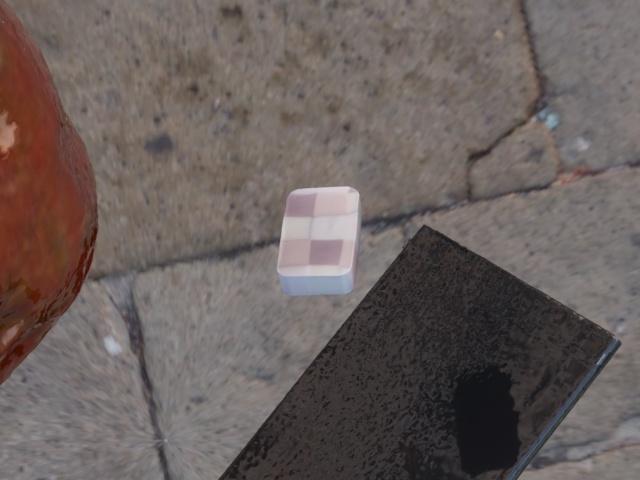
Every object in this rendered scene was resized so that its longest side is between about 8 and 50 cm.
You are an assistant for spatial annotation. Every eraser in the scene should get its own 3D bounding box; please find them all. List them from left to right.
[{"bbox_3d":[0.000,0.000,1.229,0.065,0.026,0.105,-4,45,9],"label":"eraser"}]

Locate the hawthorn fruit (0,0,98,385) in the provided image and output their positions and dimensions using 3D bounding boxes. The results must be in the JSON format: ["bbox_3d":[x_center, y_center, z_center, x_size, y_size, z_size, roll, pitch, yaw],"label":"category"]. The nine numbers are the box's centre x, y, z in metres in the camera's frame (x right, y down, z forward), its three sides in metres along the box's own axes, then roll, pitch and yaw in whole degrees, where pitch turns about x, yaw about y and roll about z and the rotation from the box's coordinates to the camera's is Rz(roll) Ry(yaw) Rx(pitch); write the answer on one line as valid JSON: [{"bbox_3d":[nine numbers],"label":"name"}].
[{"bbox_3d":[-0.220,-0.010,0.595,0.258,0.262,0.258,-3,125,-5],"label":"hawthorn fruit"}]

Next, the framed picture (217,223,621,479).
[{"bbox_3d":[0.075,0.164,1.318,0.255,0.014,0.339,32,79,43],"label":"framed picture"}]
